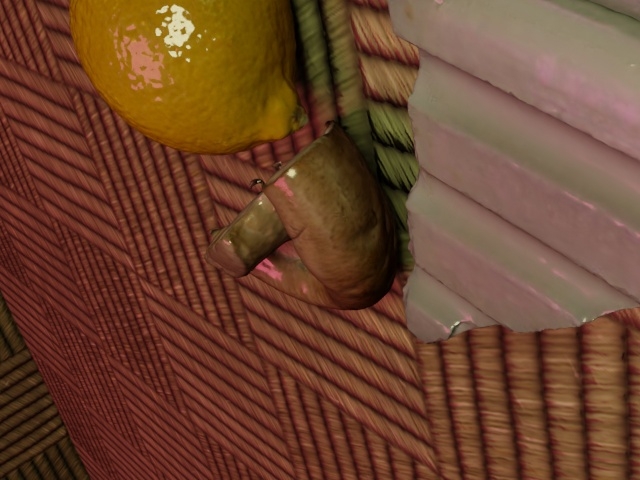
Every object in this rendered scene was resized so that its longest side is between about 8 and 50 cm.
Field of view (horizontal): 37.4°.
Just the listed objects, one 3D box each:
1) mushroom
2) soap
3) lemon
[{"bbox_3d":[0.000,0.000,0.838,0.151,0.156,0.286,45,165,-3],"label":"mushroom"},{"bbox_3d":[0.191,-0.004,0.495,0.302,0.159,0.257,38,143,37],"label":"soap"},{"bbox_3d":[-0.109,-0.170,0.785,0.244,0.187,0.187,49,152,5],"label":"lemon"}]
